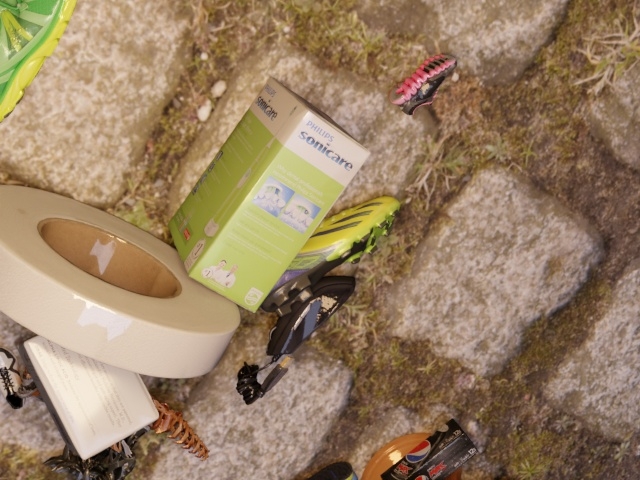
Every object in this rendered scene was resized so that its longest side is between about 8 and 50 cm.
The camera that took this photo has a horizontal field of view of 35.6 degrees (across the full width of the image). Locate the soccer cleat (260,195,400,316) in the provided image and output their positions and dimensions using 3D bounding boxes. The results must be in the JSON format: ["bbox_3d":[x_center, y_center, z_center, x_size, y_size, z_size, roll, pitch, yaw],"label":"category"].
[{"bbox_3d":[0.000,0.000,1.570,0.289,0.121,0.093,-35,157,-17],"label":"soccer cleat"}]

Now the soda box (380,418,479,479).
[{"bbox_3d":[0.193,0.397,1.776,0.169,0.053,0.060,-38,117,-1],"label":"soda box"}]

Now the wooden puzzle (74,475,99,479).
[{"bbox_3d":[-0.392,0.414,1.658,0.083,0.006,0.049,-39,118,0],"label":"wooden puzzle"}]

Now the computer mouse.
[{"bbox_3d":[-0.050,0.144,1.570,0.262,0.184,0.060,-44,99,4],"label":"computer mouse"}]

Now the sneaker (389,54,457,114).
[{"bbox_3d":[0.167,-0.240,1.555,0.119,0.047,0.057,-37,125,7],"label":"sneaker"}]

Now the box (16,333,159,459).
[{"bbox_3d":[-0.332,0.197,1.409,0.119,0.181,0.182,-27,93,-21],"label":"box"}]

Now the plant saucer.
[{"bbox_3d":[0.172,0.449,1.843,0.200,0.037,0.200,-7,113,-16],"label":"plant saucer"}]

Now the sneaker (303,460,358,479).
[{"bbox_3d":[-0.028,0.467,1.767,0.209,0.069,0.082,-20,120,-10],"label":"sneaker"}]

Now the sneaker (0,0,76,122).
[{"bbox_3d":[-0.408,-0.286,1.306,0.123,0.109,0.295,28,101,-30],"label":"sneaker"}]

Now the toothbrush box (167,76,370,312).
[{"bbox_3d":[-0.084,-0.071,1.447,0.122,0.206,0.283,31,99,-26],"label":"toothbrush box"}]

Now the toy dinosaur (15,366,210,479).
[{"bbox_3d":[-0.322,0.292,1.560,0.322,0.164,0.218,25,87,-7],"label":"toy dinosaur"}]

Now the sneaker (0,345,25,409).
[{"bbox_3d":[-0.476,0.211,1.526,0.040,0.044,0.109,-22,115,-6],"label":"sneaker"}]

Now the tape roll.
[{"bbox_3d":[-0.293,0.048,1.325,0.392,0.392,0.072,23,103,-25],"label":"tape roll"}]
